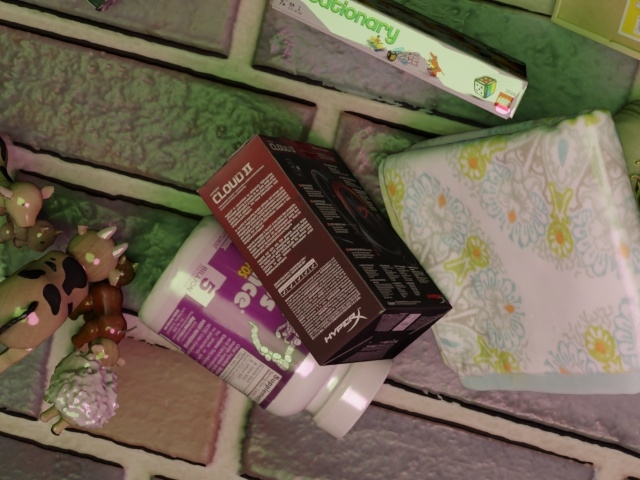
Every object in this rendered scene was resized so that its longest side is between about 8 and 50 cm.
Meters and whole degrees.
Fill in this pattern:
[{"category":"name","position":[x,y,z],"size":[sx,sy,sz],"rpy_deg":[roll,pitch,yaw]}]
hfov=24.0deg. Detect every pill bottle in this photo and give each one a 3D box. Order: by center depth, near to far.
[{"category":"pill bottle","position":[-0.064,0.115,1.900],"size":[0.301,0.169,0.169],"rpy_deg":[35,104,-2]}]

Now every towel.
[{"category":"towel","position":[0.238,0.023,1.779],"size":[0.374,0.090,0.321],"rpy_deg":[-7,106,54]}]

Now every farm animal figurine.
[{"category":"farm animal figurine","position":[-0.338,0.029,1.845],"size":[0.172,0.327,0.330],"rpy_deg":[-35,114,25]}]

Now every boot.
[{"category":"boot","position":[0.377,-0.076,1.783],"size":[0.165,0.213,0.077],"rpy_deg":[-29,137,-12]}]

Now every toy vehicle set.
[{"category":"toy vehicle set","position":[0.398,-0.287,1.738],"size":[0.267,0.035,0.166],"rpy_deg":[32,118,37]}]

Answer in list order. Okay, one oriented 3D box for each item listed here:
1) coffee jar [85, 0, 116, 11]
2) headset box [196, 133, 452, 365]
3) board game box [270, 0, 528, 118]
[{"category":"coffee jar","position":[-0.311,-0.376,1.868],"size":[0.184,0.079,0.096],"rpy_deg":[41,102,-4]},{"category":"headset box","position":[0.000,0.000,1.805],"size":[0.110,0.218,0.293],"rpy_deg":[-42,73,18]},{"category":"board game box","position":[0.099,-0.242,1.791],"size":[0.305,0.193,0.053],"rpy_deg":[25,105,0]}]
